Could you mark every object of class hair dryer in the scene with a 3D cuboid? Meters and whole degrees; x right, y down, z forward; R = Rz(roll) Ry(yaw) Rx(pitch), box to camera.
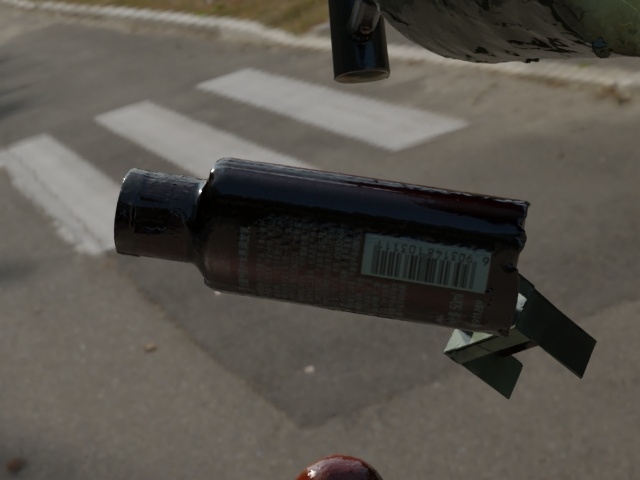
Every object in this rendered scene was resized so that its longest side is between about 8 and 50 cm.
[{"bbox_3d":[0.053,-0.275,1.599,0.070,0.128,0.255,-4,-9,-5],"label":"hair dryer"}]

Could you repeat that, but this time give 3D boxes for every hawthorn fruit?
[{"bbox_3d":[0.023,0.413,2.106,0.179,0.179,0.200,-21,4,-14],"label":"hawthorn fruit"}]

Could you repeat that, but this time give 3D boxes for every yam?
[{"bbox_3d":[0.163,-0.231,1.049,0.195,0.195,0.300,-22,16,-18],"label":"yam"}]

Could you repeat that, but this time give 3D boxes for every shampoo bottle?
[{"bbox_3d":[0.000,0.000,1.113,0.323,0.129,0.084,8,42,7],"label":"shampoo bottle"}]

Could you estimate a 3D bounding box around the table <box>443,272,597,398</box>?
[{"bbox_3d":[0.203,0.100,1.594,0.146,0.175,0.062,-31,26,57],"label":"table"}]
